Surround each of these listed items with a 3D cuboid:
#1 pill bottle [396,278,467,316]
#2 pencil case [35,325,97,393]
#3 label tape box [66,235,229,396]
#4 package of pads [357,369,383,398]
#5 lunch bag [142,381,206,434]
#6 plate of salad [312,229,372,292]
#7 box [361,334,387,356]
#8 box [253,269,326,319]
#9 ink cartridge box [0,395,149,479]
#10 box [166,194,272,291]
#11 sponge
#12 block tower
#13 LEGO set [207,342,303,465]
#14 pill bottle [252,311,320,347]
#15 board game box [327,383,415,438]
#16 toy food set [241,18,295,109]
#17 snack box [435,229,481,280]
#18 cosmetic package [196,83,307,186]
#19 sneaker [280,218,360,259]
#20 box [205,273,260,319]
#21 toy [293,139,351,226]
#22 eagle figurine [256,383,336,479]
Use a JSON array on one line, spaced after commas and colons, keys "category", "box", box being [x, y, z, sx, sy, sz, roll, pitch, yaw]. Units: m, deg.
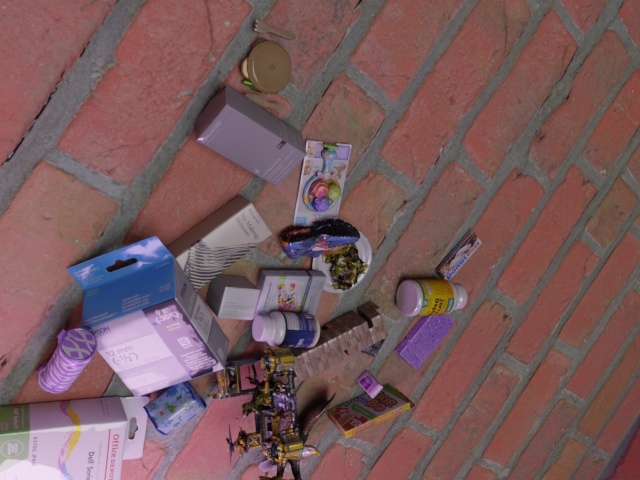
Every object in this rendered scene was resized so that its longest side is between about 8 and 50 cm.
[{"category": "pill bottle", "box": [0.355, 0.179, 1.782, 0.209, 0.118, 0.117, 2, 106, -29]}, {"category": "pencil case", "box": [-0.577, 0.274, 1.278, 0.088, 0.086, 0.206, 29, 130, -19]}, {"category": "label tape box", "box": [-0.406, 0.185, 1.318, 0.249, 0.115, 0.347, -19, 122, 11]}, {"category": "package of pads", "box": [0.157, 0.457, 1.794, 0.050, 0.083, 0.032, -45, 127, -4]}, {"category": "lunch bag", "box": [-0.377, 0.449, 1.499, 0.129, 0.096, 0.151, -35, 149, -13]}, {"category": "plate of salad", "box": [0.070, 0.063, 1.629, 0.200, 0.048, 0.199, -10, 111, -26]}, {"category": "box", "box": [0.166, 0.322, 1.789, 0.067, 0.018, 0.083, 25, 94, -33]}, {"category": "box", "box": [-0.088, 0.152, 1.567, 0.186, 0.038, 0.145, 4, 116, -28]}, {"category": "ink cartridge box", "box": [-0.596, 0.507, 1.383, 0.354, 0.119, 0.207, 2, 106, -29]}, {"category": "box", "box": [-0.267, 0.014, 1.401, 0.275, 0.094, 0.113, -39, 120, -11]}, {"category": "sponge", "box": [0.350, 0.321, 1.882, 0.210, 0.031, 0.117, -50, 123, -5]}, {"category": "block tower", "box": [0.040, 0.299, 1.672, 0.336, 0.091, 0.097, -26, 117, -19]}, {"category": "LEGO set", "box": [-0.185, 0.433, 1.480, 0.192, 0.255, 0.330, -2, 87, -28]}, {"category": "pill bottle", "box": [-0.094, 0.242, 1.533, 0.170, 0.094, 0.094, 9, 103, -31]}, {"category": "board game box", "box": [0.163, 0.536, 1.801, 0.260, 0.124, 0.039, -14, 113, -24]}, {"category": "toy food set", "box": [-0.130, -0.418, 1.363, 0.133, 0.039, 0.191, 5, 100, -37]}, {"category": "snack box", "box": [0.452, 0.052, 1.846, 0.178, 0.022, 0.064, -48, 124, -6]}, {"category": "cosmetic package", "box": [-0.163, -0.246, 1.339, 0.238, 0.107, 0.127, 24, 125, -34]}, {"category": "sneaker", "box": [0.000, 0.000, 1.549, 0.222, 0.083, 0.087, -6, 133, -8]}, {"category": "box", "box": [-0.228, 0.146, 1.465, 0.102, 0.101, 0.087, 8, 103, -32]}, {"category": "toy", "box": [0.013, -0.144, 1.520, 0.137, 0.056, 0.237, 1, 107, -27]}, {"category": "eagle figurine", "box": [-0.078, 0.587, 1.681, 0.226, 0.225, 0.298, 59, 35, -70]}]
